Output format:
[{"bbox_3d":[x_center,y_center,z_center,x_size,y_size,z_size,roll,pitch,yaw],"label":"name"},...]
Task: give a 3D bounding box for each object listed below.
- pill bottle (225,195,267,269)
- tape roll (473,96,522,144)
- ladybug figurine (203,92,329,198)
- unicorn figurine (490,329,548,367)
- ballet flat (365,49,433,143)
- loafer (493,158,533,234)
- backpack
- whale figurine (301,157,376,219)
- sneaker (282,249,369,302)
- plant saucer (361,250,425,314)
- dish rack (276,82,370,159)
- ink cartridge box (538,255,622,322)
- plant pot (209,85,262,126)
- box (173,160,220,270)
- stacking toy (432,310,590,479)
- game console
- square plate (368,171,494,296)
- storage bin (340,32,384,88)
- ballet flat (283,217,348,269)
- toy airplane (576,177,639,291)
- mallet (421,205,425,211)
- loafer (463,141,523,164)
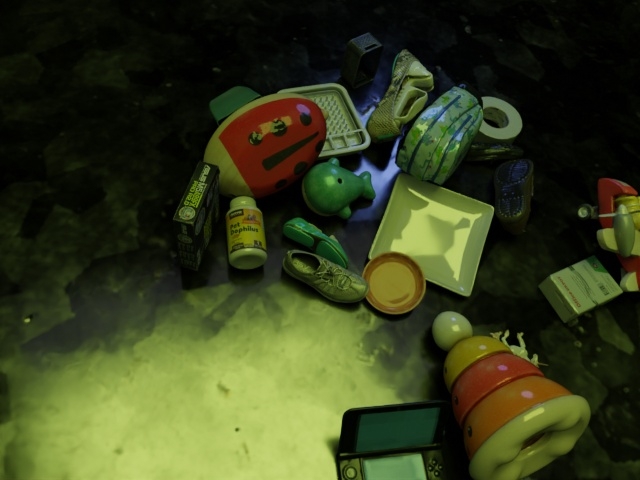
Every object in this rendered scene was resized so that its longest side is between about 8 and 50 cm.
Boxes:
[{"bbox_3d":[-0.233,-0.027,1.752,0.118,0.117,0.214,-3,60,-12],"label":"pill bottle"},{"bbox_3d":[0.667,-0.456,2.200,0.220,0.072,0.219,5,58,-7],"label":"tape roll"},{"bbox_3d":[-0.156,-0.290,1.796,0.449,0.305,0.162,-36,34,-5],"label":"ladybug figurine"},{"bbox_3d":[0.601,0.334,1.729,0.162,0.060,0.111,2,58,10],"label":"unicorn figurine"},{"bbox_3d":[0.327,-0.549,2.130,0.182,0.164,0.482,1,52,36],"label":"ballet flat"},{"bbox_3d":[0.685,-0.157,2.013,0.134,0.130,0.365,0,42,29],"label":"loafer"},{"bbox_3d":[0.400,-0.344,1.916,0.356,0.290,0.273,-24,63,-40],"label":"backpack"},{"bbox_3d":[0.076,-0.180,1.877,0.272,0.141,0.216,-7,80,-27],"label":"whale figurine"},{"bbox_3d":[0.011,0.109,1.705,0.282,0.115,0.105,20,75,6],"label":"sneaker"},{"bbox_3d":[0.226,0.133,1.761,0.200,0.037,0.199,1,75,-2],"label":"plant saucer"},{"bbox_3d":[0.001,-0.423,2.059,0.286,0.072,0.332,-13,63,-16],"label":"dish rack"},{"bbox_3d":[0.851,0.159,1.855,0.209,0.086,0.153,-18,65,-21],"label":"ink cartridge box"},{"bbox_3d":[-0.275,-0.420,1.920,0.166,0.165,0.234,-33,40,-5],"label":"plant pot"},{"bbox_3d":[-0.359,-0.067,1.664,0.060,0.270,0.216,15,57,0],"label":"box"},{"bbox_3d":[0.460,0.391,1.574,0.351,0.350,0.479,-14,44,-18],"label":"stacking toy"},{"bbox_3d":[0.201,0.564,1.445,0.294,0.173,0.250,-2,60,-11],"label":"game console"},{"bbox_3d":[0.369,-0.021,1.872,0.348,0.049,0.343,21,68,3],"label":"square plate"},{"bbox_3d":[0.159,-0.696,2.186,0.122,0.180,0.084,-31,70,-25],"label":"storage bin"},{"bbox_3d":[0.000,0.000,1.803,0.247,0.083,0.087,32,45,7],"label":"ballet flat"},{"bbox_3d":[1.074,-0.012,1.887,0.384,0.272,0.386,42,45,-7],"label":"toy airplane"},{"bbox_3d":[0.418,-0.112,1.973,0.190,0.039,0.062,3,61,-14],"label":"mallet"},{"bbox_3d":[0.644,-0.324,2.115,0.224,0.078,0.076,2,29,-3],"label":"loafer"}]
